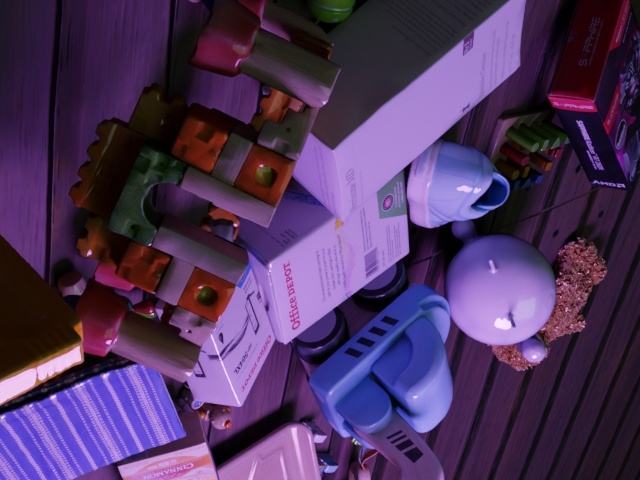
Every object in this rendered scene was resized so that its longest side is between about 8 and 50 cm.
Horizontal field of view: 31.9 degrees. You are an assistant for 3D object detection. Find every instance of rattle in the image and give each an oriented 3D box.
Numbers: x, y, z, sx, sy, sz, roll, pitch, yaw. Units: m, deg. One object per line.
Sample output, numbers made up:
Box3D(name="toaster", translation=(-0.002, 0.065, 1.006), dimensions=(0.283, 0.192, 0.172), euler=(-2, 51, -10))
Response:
Box3D(name="rattle", translation=(0.043, 0.498, 2.315), dimensions=(0.130, 0.143, 0.199), euler=(-79, 174, -46))

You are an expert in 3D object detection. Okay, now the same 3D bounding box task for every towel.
Box3D(name="towel", translation=(-0.369, 0.279, 1.562), dimensions=(0.336, 0.040, 0.243), euler=(-20, 143, -8))

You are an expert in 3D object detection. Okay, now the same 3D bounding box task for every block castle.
Box3D(name="block castle", translation=(-0.164, -0.085, 1.343), dimensions=(0.213, 0.303, 0.453), euler=(25, 108, -9))

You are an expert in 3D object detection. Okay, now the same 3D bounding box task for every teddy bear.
Box3D(name="teddy bear", translation=(0.527, 0.150, 2.514), dimensions=(0.338, 0.113, 0.245), euler=(-39, 142, -18))

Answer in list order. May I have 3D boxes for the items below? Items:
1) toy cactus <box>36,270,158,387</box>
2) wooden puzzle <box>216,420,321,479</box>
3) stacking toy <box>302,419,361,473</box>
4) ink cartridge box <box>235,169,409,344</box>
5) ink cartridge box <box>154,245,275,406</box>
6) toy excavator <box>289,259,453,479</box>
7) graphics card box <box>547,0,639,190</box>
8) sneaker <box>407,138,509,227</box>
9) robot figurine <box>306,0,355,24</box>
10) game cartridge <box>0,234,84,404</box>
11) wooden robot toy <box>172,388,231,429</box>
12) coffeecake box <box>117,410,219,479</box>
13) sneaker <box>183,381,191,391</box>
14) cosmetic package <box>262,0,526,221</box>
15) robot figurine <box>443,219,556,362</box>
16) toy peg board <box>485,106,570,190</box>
Box3D(name="toy cactus", translation=(-0.318, 0.127, 1.543), dimensions=(0.219, 0.112, 0.180), euler=(-28, 130, -18))
Box3D(name="wooden puzzle", translation=(-0.153, 0.526, 2.048), dimensions=(0.348, 0.080, 0.322), euler=(-25, 120, -29))
Box3D(name="stacking toy", translation=(-0.013, 0.440, 2.216), dimensions=(0.167, 0.052, 0.221), euler=(-56, 147, 10))
Box3D(name="ink cartridge box", translation=(0.000, 0.000, 1.761), dimensions=(0.278, 0.117, 0.201), euler=(-35, 143, -23))
Box3D(name="ink cartridge box", translation=(-0.150, 0.124, 1.656), dimensions=(0.148, 0.086, 0.203), euler=(-63, 147, -41))
Box3D(name="toy excavator", translation=(0.119, 0.290, 1.873), dimensions=(0.433, 0.445, 0.222), euler=(-41, 144, -16))
Box3D(name="graphics card box", translation=(0.535, -0.273, 2.084), dimensions=(0.371, 0.094, 0.232), euler=(46, 60, -56))
Box3D(name="sneaker", translation=(0.233, -0.075, 1.841), dimensions=(0.366, 0.150, 0.135), euler=(17, 91, -78))
Box3D(name="robot figurine", translation=(0.018, -0.346, 1.510), dimensions=(0.101, 0.067, 0.115), euler=(-19, 135, -43))
Box3D(name="game cartridge", translation=(-0.450, 0.098, 1.185), dimensions=(0.324, 0.285, 0.052), euler=(-28, 139, -31))
Box3D(name="wooden robot toy", translation=(-0.178, 0.277, 1.845), dimensions=(0.173, 0.079, 0.076), euler=(-4, 124, -48))
Box3D(name="coffeecake box", translation=(-0.245, 0.372, 1.819), dimensions=(0.142, 0.068, 0.185), euler=(-15, 138, -6))
Box3D(name="sneaker", translation=(-0.199, 0.205, 1.764), dimensions=(0.188, 0.067, 0.078), euler=(15, 103, -57))
Box3D(name="cosmetic package", translation=(0.111, -0.235, 1.613), dimensions=(0.385, 0.156, 0.217), euler=(-43, 157, -13))
Box3D(name="robot figurine", translation=(0.330, 0.087, 2.073), dimensions=(0.200, 0.300, 0.353), euler=(-33, 177, 6))
Box3D(name="toy peg board", translation=(0.388, -0.155, 2.102), dimensions=(0.161, 0.079, 0.160), euler=(-14, 131, -41))
